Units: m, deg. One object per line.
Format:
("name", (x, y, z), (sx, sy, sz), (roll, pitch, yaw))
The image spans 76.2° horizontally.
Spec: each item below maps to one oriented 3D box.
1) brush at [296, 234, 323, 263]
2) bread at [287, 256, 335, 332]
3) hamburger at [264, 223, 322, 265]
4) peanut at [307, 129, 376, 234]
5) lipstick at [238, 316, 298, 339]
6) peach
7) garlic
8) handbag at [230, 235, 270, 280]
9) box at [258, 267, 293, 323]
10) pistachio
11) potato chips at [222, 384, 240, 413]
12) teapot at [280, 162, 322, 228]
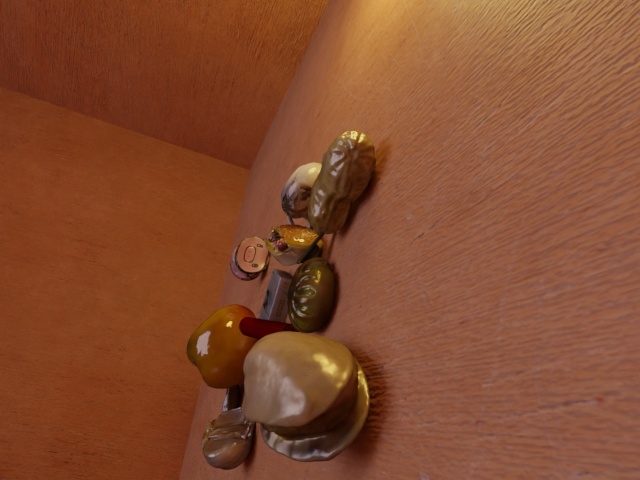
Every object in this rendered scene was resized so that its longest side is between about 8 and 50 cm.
("brush", (0.000, 0.000, 1.191), (0.190, 0.027, 0.034), (-51, 10, -13))
("bread", (-0.035, 0.150, 1.121), (0.213, 0.105, 0.213), (-167, 90, -73))
("hamburger", (-0.085, 0.008, 1.293), (0.210, 0.173, 0.116), (-141, 44, -72))
("peanut", (0.048, -0.146, 1.084), (0.147, 0.147, 0.305), (-93, 25, -46))
("lipstick", (-0.175, 0.296, 1.340), (0.280, 0.073, 0.073), (-6, 68, 52))
("peach", (-0.369, 0.415, 1.635), (0.308, 0.289, 0.289), (-38, 7, -20))
("garlic", (-0.306, 0.700, 1.407), (0.229, 0.178, 0.143), (-75, -27, -80))
("handbag", (-0.342, 0.088, 1.978), (0.116, 0.179, 0.205), (132, 151, -68))
("box", (-0.163, 0.230, 1.488), (0.149, 0.067, 0.233), (-153, 79, -69))
("pistachio", (-0.036, 0.297, 0.816), (0.238, 0.229, 0.321), (-43, 20, -17))
("potato chips", (-0.380, 0.689, 1.735), (0.208, 0.062, 0.195), (-94, 22, -45))
("teapot", (-0.044, -0.152, 1.371), (0.204, 0.139, 0.298), (-53, -5, -46))
